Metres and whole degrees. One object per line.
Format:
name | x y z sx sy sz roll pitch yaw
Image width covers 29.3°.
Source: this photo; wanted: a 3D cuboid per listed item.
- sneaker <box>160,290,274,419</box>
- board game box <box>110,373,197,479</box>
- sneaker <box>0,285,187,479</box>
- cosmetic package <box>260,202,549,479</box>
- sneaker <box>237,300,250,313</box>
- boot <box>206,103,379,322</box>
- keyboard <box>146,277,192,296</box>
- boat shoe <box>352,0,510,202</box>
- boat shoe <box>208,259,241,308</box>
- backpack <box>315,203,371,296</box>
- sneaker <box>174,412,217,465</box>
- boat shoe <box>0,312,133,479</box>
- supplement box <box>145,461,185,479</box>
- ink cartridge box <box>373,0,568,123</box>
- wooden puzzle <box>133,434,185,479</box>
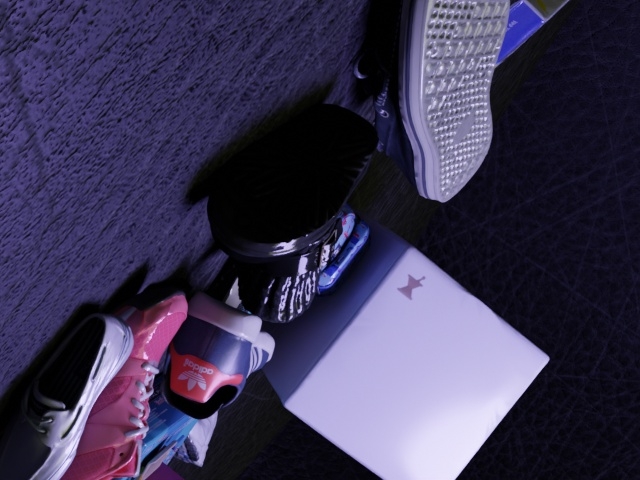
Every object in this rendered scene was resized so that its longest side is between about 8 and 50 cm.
sneaker | -0.149 0.167 1.653 0.350 0.131 0.148 75 39 -78
board game box | -0.316 0.360 1.850 0.336 0.079 0.254 -55 171 20
sneaker | -0.232 0.195 1.368 0.314 0.136 0.116 -51 166 -5
cosmetic package | 0.111 0.181 2.112 0.327 0.329 0.394 -51 -162 1
sneaker | -0.088 0.057 1.806 0.166 0.076 0.065 -52 173 -3
boot | -0.056 0.003 1.500 0.348 0.131 0.260 -41 162 -54
keyboard | -0.261 0.179 1.550 0.317 0.033 0.201 -53 172 12
boat shoe | 0.133 -0.224 1.580 0.187 0.156 0.500 -45 159 -15
boat shoe | -0.114 0.043 1.735 0.049 0.042 0.133 2 128 -55
backpack | 0.000 0.000 1.912 0.158 0.117 0.173 -51 169 -10
sneaker | -0.233 0.308 2.096 0.297 0.111 0.129 107 7 -78
boat shoe | -0.282 0.170 1.278 0.226 0.083 0.076 -62 162 -9
supplement box | -0.260 0.439 1.849 0.188 0.104 0.081 -57 171 30
ink cartridge box | 0.262 -0.301 1.993 0.304 0.072 0.307 -39 -176 36
wooden puzzle | -0.243 0.323 1.769 0.078 0.014 0.116 -51 172 26
